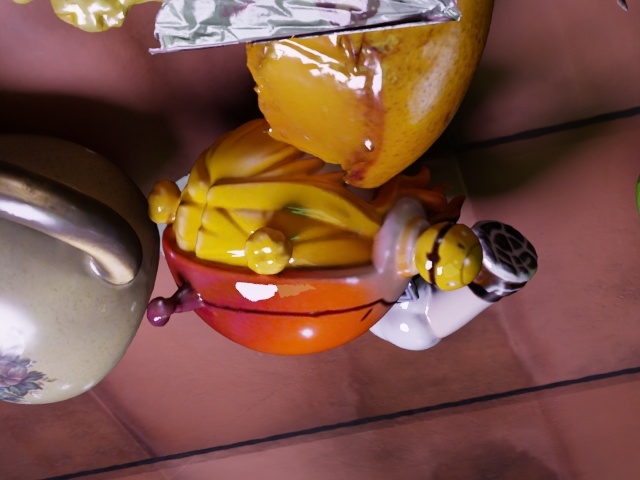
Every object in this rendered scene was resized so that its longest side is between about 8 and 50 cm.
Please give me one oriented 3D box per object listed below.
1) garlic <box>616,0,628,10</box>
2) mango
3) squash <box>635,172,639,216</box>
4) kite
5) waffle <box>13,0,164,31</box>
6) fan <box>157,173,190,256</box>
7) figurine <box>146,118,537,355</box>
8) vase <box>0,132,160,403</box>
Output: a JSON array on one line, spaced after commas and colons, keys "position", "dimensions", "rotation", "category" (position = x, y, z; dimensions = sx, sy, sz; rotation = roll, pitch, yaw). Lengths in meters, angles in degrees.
[{"position": [0.206, -0.273, 1.172], "dimensions": [0.115, 0.128, 0.206], "rotation": [-55, 166, 0], "category": "garlic"}, {"position": [0.029, -0.208, 1.198], "dimensions": [0.199, 0.201, 0.350], "rotation": [-31, 145, -31], "category": "mango"}, {"position": [0.403, 0.026, 1.636], "dimensions": [0.101, 0.101, 0.379], "rotation": [-16, 145, 17], "category": "squash"}, {"position": [-0.019, -0.219, 1.071], "dimensions": [0.267, 0.013, 0.323], "rotation": [28, 132, -7], "category": "kite"}, {"position": [-0.184, -0.273, 1.129], "dimensions": [0.302, 0.068, 0.325], "rotation": [29, 140, -24], "category": "waffle"}, {"position": [-0.077, 0.025, 1.655], "dimensions": [0.190, 0.009, 0.329], "rotation": [-5, 145, -1], "category": "fan"}, {"position": [0.000, 0.005, 1.389], "dimensions": [0.323, 0.196, 0.320], "rotation": [10, -173, -40], "category": "figurine"}, {"position": [-0.286, -0.006, 1.369], "dimensions": [0.302, 0.241, 0.329], "rotation": [26, 157, -24], "category": "vase"}]
